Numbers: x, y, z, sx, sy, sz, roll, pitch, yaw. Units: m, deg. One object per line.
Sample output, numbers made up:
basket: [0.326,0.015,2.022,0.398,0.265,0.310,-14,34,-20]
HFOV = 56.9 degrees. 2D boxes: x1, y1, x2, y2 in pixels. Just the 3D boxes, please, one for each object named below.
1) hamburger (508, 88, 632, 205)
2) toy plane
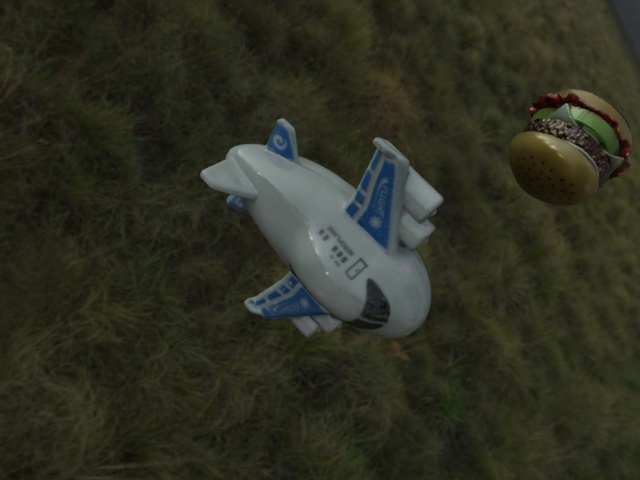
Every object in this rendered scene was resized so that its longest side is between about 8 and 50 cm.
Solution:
hamburger: [0.365,-0.126,0.887,0.137,0.175,0.175,-48,117,-12]
toy plane: [0.003,-0.002,0.607,0.267,0.266,0.122,60,36,-10]
